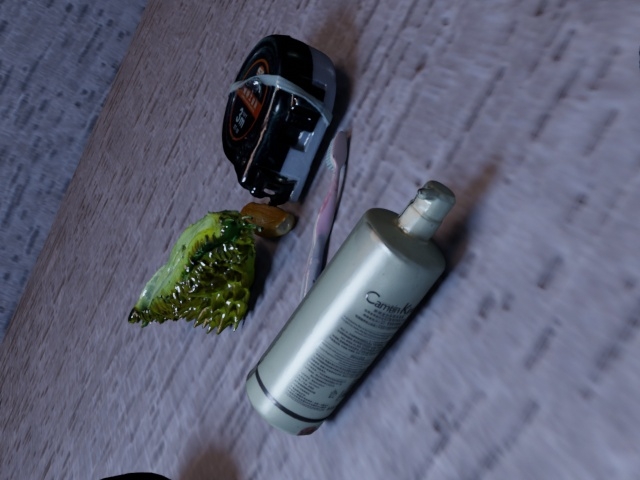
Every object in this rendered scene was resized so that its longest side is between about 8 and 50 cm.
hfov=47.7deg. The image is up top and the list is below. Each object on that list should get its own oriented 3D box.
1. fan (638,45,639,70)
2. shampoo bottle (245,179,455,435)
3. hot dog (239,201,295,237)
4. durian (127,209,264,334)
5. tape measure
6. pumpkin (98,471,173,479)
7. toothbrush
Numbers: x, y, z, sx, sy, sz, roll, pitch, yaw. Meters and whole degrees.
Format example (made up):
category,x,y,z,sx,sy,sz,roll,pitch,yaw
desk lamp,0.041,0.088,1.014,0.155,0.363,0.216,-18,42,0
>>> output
category,x,y,z,sx,sy,sz,roll,pitch,yaw
fan,0.254,-0.110,0.449,0.113,0.005,0.175,-33,43,47
shampoo bottle,0.031,0.057,0.636,0.262,0.085,0.085,-55,31,24
hot dog,-0.072,-0.025,0.929,0.044,0.028,0.137,-47,27,-15
durian,-0.143,0.045,0.921,0.375,0.106,0.132,-35,41,47
tape measure,-0.053,-0.161,0.909,0.181,0.107,0.182,-61,29,20
pumpkin,-0.206,0.360,0.761,0.233,0.163,0.233,-36,45,45
toothbrush,0.000,0.000,0.796,0.027,0.021,0.269,143,140,-63
